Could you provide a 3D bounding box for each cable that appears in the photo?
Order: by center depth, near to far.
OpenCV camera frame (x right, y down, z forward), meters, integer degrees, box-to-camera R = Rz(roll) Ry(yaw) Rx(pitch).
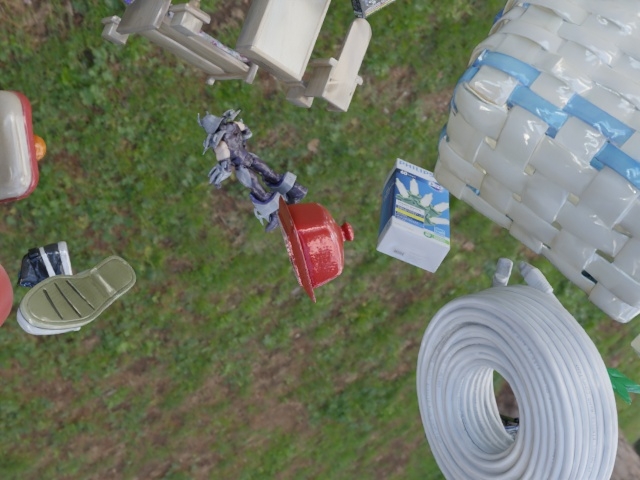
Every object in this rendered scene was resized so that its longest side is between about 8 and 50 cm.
[{"bbox_3d":[0.207,0.178,0.846,0.089,0.257,0.257,-3,128,-29],"label":"cable"}]

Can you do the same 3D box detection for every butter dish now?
[{"bbox_3d":[0.000,0.000,1.332,0.118,0.160,0.160,-18,116,-5],"label":"butter dish"}]

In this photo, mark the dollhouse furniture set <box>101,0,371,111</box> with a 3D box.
[{"bbox_3d":[-0.137,-0.356,1.281,0.303,0.356,0.173,26,82,-40],"label":"dollhouse furniture set"}]

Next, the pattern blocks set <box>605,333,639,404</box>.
[{"bbox_3d":[0.546,0.136,1.074,0.325,0.285,0.026,-32,148,-9],"label":"pattern blocks set"}]

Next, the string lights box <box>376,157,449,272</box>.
[{"bbox_3d":[0.202,-0.058,1.655,0.133,0.259,0.076,21,127,-8],"label":"string lights box"}]

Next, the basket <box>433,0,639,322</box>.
[{"bbox_3d":[0.232,-0.111,0.547,0.289,0.255,0.201,-43,161,-16],"label":"basket"}]

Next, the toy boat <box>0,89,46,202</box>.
[{"bbox_3d":[-0.641,-0.198,1.617,0.151,0.231,0.151,-5,-177,23],"label":"toy boat"}]

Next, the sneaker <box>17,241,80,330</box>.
[{"bbox_3d":[-0.618,0.111,1.744,0.121,0.079,0.216,-10,110,-15],"label":"sneaker"}]

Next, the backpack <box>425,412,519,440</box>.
[{"bbox_3d":[0.204,0.271,1.067,0.114,0.105,0.084,14,90,-39],"label":"backpack"}]

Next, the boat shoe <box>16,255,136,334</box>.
[{"bbox_3d":[-0.479,0.122,1.492,0.103,0.113,0.302,-38,176,25],"label":"boat shoe"}]

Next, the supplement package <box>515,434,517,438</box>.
[{"bbox_3d":[0.341,0.462,1.186,0.199,0.262,0.198,-4,129,-3],"label":"supplement package"}]

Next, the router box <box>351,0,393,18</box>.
[{"bbox_3d":[0.126,-0.599,1.838,0.122,0.038,0.092,-35,127,-22],"label":"router box"}]

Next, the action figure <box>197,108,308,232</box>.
[{"bbox_3d":[-0.159,-0.156,1.603,0.099,0.185,0.285,-22,119,42],"label":"action figure"}]

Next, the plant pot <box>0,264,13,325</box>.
[{"bbox_3d":[-0.742,0.156,1.420,0.275,0.243,0.274,-2,123,-2],"label":"plant pot"}]

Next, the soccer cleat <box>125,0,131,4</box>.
[{"bbox_3d":[-0.430,-0.537,1.453,0.116,0.318,0.108,-38,178,-11],"label":"soccer cleat"}]
